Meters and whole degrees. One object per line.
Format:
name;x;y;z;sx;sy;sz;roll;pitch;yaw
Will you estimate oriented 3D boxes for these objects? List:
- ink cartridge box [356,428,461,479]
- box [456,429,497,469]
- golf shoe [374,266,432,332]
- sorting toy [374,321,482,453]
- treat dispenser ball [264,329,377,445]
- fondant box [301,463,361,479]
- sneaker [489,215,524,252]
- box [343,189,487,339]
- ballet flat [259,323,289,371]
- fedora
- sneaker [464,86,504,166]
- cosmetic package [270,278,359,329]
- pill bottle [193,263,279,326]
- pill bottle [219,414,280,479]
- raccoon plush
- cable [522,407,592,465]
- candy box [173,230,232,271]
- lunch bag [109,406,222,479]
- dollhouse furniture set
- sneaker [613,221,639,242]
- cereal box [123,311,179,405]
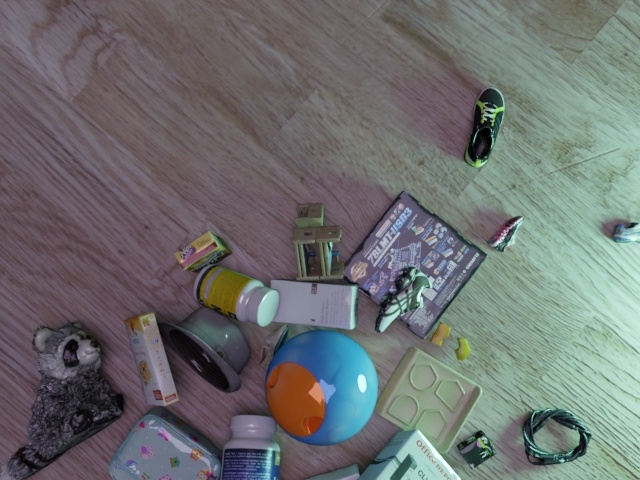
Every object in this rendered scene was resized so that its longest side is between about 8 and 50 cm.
ink cartridge box;0.209;0.651;1.613;0.197;0.114;0.273;49;57;0
box;0.424;0.567;1.707;0.083;0.052;0.062;-33;87;0
golf shoe;0.217;0.168;1.645;0.094;0.077;0.198;33;91;1
sorting toy;0.317;0.394;1.725;0.229;0.041;0.307;31;88;6
treat dispenser ball;0.002;0.371;1.600;0.288;0.288;0.288;0;88;0
fondant box;0.035;0.800;1.680;0.238;0.096;0.330;-17;87;0
sneaker;0.523;-0.016;1.737;0.057;0.047;0.119;43;93;-13
box;0.250;0.065;1.717;0.293;0.073;0.295;37;89;2
ballet flat;-0.130;0.286;1.692;0.052;0.057;0.168;26;118;13
fedora;-0.288;0.270;1.659;0.275;0.244;0.124;45;60;-5
sneaker;0.458;-0.310;1.717;0.084;0.097;0.234;12;88;0
cosmetic package;-0.017;0.167;1.678;0.231;0.085;0.117;2;90;16
pill bottle;-0.220;0.145;1.657;0.208;0.119;0.119;18;88;27
pill bottle;-0.183;0.596;1.631;0.153;0.153;0.264;2;67;0
raccoon plush;-0.739;0.418;1.654;0.446;0.216;0.299;-33;80;-1
cable;0.644;0.533;1.716;0.184;0.047;0.150;-8;83;3
candy box;-0.306;0.034;1.663;0.109;0.186;0.053;-33;85;0
lunch bag;-0.405;0.607;1.682;0.279;0.108;0.224;36;88;1
dollhouse furniture set;0.000;0.000;1.689;0.129;0.183;0.129;-3;123;6
sneaker;0.877;-0.023;1.728;0.135;0.052;0.058;3;84;0
cereal box;-0.450;0.315;1.665;0.047;0.173;0.240;-14;86;-32
